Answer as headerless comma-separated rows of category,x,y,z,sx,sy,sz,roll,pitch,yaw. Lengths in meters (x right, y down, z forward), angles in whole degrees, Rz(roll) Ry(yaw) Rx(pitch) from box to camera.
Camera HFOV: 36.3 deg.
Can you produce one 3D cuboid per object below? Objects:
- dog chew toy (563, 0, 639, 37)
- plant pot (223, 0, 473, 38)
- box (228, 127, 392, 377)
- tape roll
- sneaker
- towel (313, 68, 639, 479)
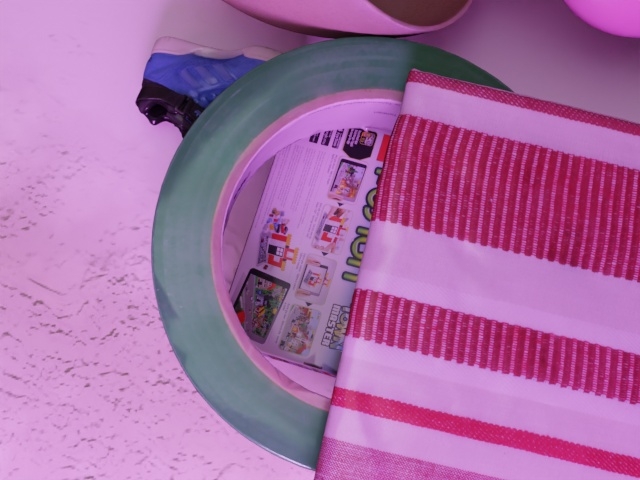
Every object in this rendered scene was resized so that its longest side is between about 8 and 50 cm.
dog chew toy,0.241,-0.251,0.728,0.331,0.206,0.207,38,83,-14
plant pot,-0.020,-0.285,0.778,0.190,0.284,0.284,-8,72,39
box,0.000,0.000,0.798,0.114,0.036,0.207,16,79,12
tape roll,0.036,0.012,0.729,0.321,0.077,0.321,1,81,-6
sneaker,-0.085,-0.121,0.829,0.152,0.058,0.085,12,72,16
towel,0.138,0.061,0.677,0.237,0.037,0.329,14,77,-2
